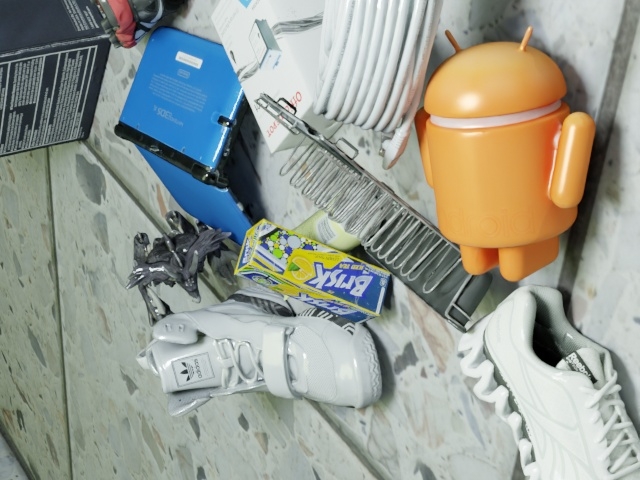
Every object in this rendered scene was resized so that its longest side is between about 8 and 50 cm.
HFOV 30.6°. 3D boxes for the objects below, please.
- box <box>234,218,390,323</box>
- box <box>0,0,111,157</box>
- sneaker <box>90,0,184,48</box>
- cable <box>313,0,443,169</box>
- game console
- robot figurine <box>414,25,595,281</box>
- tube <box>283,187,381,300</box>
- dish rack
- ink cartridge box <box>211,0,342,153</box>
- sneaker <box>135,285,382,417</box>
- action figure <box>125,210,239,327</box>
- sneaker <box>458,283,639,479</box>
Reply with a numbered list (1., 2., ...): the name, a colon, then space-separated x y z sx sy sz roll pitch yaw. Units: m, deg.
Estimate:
1. box: -0.008 0.038 1.340 0.054 0.169 0.059 -31 40 61
2. box: -0.536 -0.289 1.949 0.183 0.294 0.296 60 149 21
3. sneaker: -0.251 -0.339 1.633 0.098 0.135 0.276 62 175 -5
4. cable: 0.053 -0.228 1.060 0.257 0.089 0.257 104 171 -55
5. game console: -0.147 -0.138 1.630 0.293 0.173 0.250 28 98 51
6. robot figurine: 0.160 -0.078 1.025 0.158 0.128 0.219 -112 12 -73
7. tube: 0.000 0.000 1.422 0.062 0.070 0.240 48 151 -3
8. dish rack: 0.038 -0.037 1.146 0.271 0.074 0.208 39 -179 -27
9. ink cartridge box: -0.038 -0.217 1.339 0.191 0.082 0.139 67 151 13
10. sneaker: -0.087 0.160 1.498 0.366 0.210 0.137 15 119 57
11. action figure: -0.196 0.042 1.673 0.141 0.164 0.275 59 173 -16
12. sneaker: 0.236 0.170 1.060 0.292 0.110 0.118 58 139 24
